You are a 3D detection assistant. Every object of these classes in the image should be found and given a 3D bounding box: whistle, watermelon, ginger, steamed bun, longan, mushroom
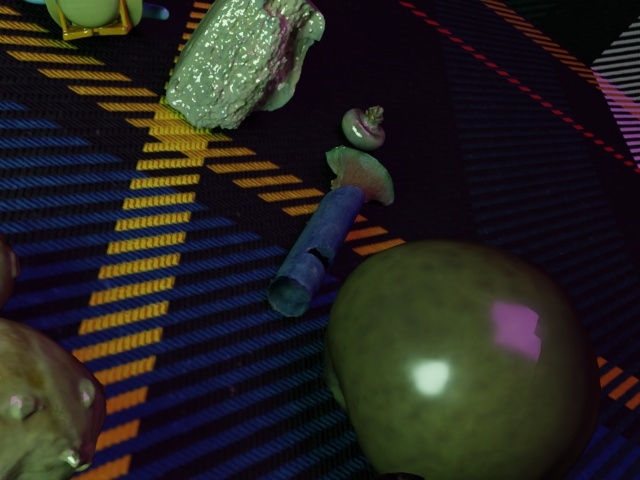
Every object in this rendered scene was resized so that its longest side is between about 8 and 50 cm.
[{"bbox_3d":[0.000,0.000,1.154,0.062,0.062,0.304,39,32,-6],"label":"whistle"},{"bbox_3d":[0.060,-0.104,1.362,0.155,0.080,0.101,13,7,-35],"label":"watermelon"},{"bbox_3d":[-0.300,0.076,0.604,0.245,0.155,0.304,-6,35,-32],"label":"ginger"},{"bbox_3d":[-0.095,-0.277,1.222,0.170,0.225,0.200,33,31,-15],"label":"steamed bun"},{"bbox_3d":[0.153,0.143,0.948,0.319,0.319,0.319,28,34,-22],"label":"longan"},{"bbox_3d":[0.083,-0.201,1.466,0.085,0.079,0.085,34,28,-21],"label":"mushroom"}]

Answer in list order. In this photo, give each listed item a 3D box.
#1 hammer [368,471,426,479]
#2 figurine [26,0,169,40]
[{"bbox_3d":[0.002,0.389,0.583,0.095,0.242,0.408,25,49,-35],"label":"hammer"},{"bbox_3d":[-0.298,-0.375,1.192,0.180,0.154,0.262,26,38,-5],"label":"figurine"}]
